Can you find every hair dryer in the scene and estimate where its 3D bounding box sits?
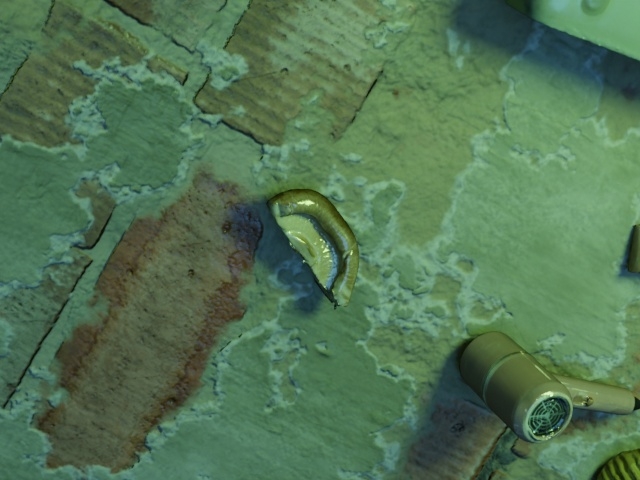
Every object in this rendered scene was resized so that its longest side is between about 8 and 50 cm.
[{"bbox_3d":[0.406,0.247,1.658,0.344,0.189,0.106,11,107,-28],"label":"hair dryer"}]

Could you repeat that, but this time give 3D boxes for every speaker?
[{"bbox_3d":[0.471,-0.348,1.454,0.406,0.183,0.184,17,111,-13],"label":"speaker"}]

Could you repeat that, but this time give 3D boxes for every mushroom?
[{"bbox_3d":[0.000,0.000,1.551,0.094,0.072,0.209,-34,114,6],"label":"mushroom"}]

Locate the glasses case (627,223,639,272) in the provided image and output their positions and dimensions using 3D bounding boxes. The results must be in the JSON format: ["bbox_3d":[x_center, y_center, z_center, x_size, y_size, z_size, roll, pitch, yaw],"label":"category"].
[{"bbox_3d":[0.595,0.010,1.648,0.194,0.070,0.102,2,107,-10],"label":"glasses case"}]

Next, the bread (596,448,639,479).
[{"bbox_3d":[0.594,0.460,1.764,0.253,0.142,0.227,-12,117,-7],"label":"bread"}]
